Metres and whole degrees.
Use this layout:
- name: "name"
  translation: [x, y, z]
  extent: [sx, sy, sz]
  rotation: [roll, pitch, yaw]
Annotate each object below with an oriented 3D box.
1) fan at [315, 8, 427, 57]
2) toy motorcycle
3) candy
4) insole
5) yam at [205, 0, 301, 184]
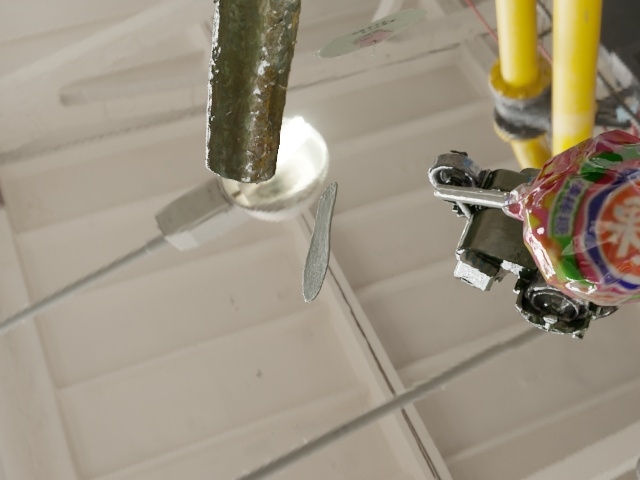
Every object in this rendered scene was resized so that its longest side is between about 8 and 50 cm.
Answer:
- name: "fan"
  translation: [0.084, -0.312, 1.465]
  extent: [0.182, 0.310, 0.010]
  rotation: [-20, -90, 6]
- name: "toy motorcycle"
  translation: [0.249, 0.003, 1.162]
  extent: [0.275, 0.127, 0.205]
  rotation: [16, -117, 19]
- name: "candy"
  translation: [0.170, -0.027, 0.768]
  extent: [0.124, 0.365, 0.124]
  rotation: [-2, -84, -15]
- name: "insole"
  translation: [0.000, 0.000, 0.992]
  extent: [0.002, 0.053, 0.153]
  rotation: [26, -124, -23]
- name: "yam"
  translation: [-0.046, -0.101, 0.594]
  extent: [0.054, 0.132, 0.054]
  rotation: [7, -151, -4]
